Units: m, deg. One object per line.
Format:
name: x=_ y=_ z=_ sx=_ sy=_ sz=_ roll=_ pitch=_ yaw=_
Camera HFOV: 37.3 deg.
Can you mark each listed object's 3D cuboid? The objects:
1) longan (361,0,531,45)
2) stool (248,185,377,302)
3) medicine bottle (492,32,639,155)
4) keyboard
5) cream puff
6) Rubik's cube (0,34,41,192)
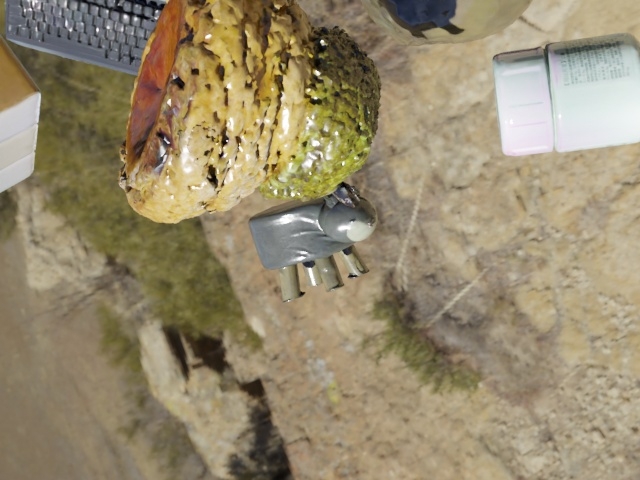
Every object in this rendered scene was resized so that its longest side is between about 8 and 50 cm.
longan: x=0.235 y=-0.569 z=1.787 sx=0.436 sy=0.404 sz=0.403 roll=-99 pitch=-4 yaw=-81
stool: x=-0.008 y=0.003 z=1.337 sx=0.228 sy=0.153 sz=0.139 roll=-178 pitch=69 yaw=-75
medicine bottle: x=0.294 y=-0.170 z=1.124 sx=0.135 sy=0.169 sz=0.135 roll=-7 pitch=-90 yaw=-81
keyboard: x=-0.176 y=-0.193 z=0.860 sx=0.230 sy=0.025 sz=0.093 roll=15 pitch=123 yaw=2
cream puff: x=-0.038 y=-0.088 z=0.662 sx=0.183 sy=0.169 sz=0.183 roll=-47 pitch=36 yaw=50
Rubik's cube: x=-0.622 y=-0.194 z=1.290 sx=0.344 sy=0.347 sz=0.347 roll=55 pitch=155 yaw=1
